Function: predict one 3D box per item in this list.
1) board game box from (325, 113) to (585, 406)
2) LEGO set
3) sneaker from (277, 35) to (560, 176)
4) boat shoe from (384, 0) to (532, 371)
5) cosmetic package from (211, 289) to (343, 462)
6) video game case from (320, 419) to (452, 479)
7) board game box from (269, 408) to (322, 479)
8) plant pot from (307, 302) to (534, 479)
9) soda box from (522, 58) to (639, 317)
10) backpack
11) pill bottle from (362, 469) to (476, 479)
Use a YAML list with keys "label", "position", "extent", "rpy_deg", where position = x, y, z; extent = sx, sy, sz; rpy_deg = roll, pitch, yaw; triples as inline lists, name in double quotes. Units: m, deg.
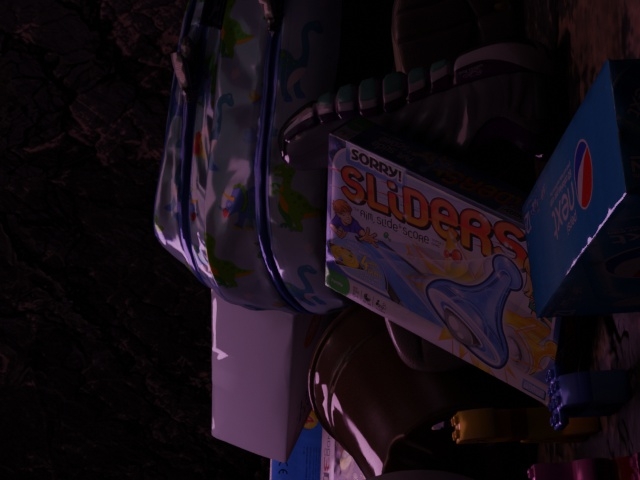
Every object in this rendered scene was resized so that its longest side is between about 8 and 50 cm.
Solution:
- label: "board game box"
  position: [0.091, 0.011, 1.116]
  extent: [0.201, 0.035, 0.136]
  rpy_deg: [27, 133, 32]
- label: "LEGO set"
  position: [0.136, 0.135, 1.042]
  extent: [0.227, 0.093, 0.087]
  rpy_deg: [102, 165, -71]
- label: "sneaker"
  position: [0.067, -0.067, 1.158]
  extent: [0.083, 0.223, 0.098]
  rpy_deg: [13, -116, -55]
- label: "boat shoe"
  position: [0.104, -0.056, 1.277]
  extent: [0.116, 0.123, 0.324]
  rpy_deg: [96, 180, -81]
- label: "cosmetic package"
  position: [0.000, 0.000, 1.696]
  extent: [0.284, 0.097, 0.377]
  rpy_deg: [91, -159, -53]
- label: "video game case"
  position: [0.071, 0.209, 1.560]
  extent: [0.232, 0.041, 0.210]
  rpy_deg: [-7, 79, 61]
- label: "board game box"
  position: [0.004, 0.234, 2.125]
  extent: [0.302, 0.086, 0.308]
  rpy_deg: [-6, -81, -81]
- label: "plant pot"
  position: [0.088, 0.145, 1.315]
  extent: [0.165, 0.167, 0.167]
  rpy_deg: [-119, 26, -62]
- label: "soda box"
  position: [0.160, -0.022, 0.849]
  extent: [0.210, 0.067, 0.071]
  rpy_deg: [101, 165, -71]
- label: "backpack"
  position: [-0.006, -0.110, 1.416]
  extent: [0.290, 0.273, 0.356]
  rpy_deg: [33, -131, -69]
- label: "pill bottle"
  position: [0.083, 0.351, 1.125]
  extent: [0.361, 0.204, 0.204]
  rpy_deg: [-99, 8, -48]
